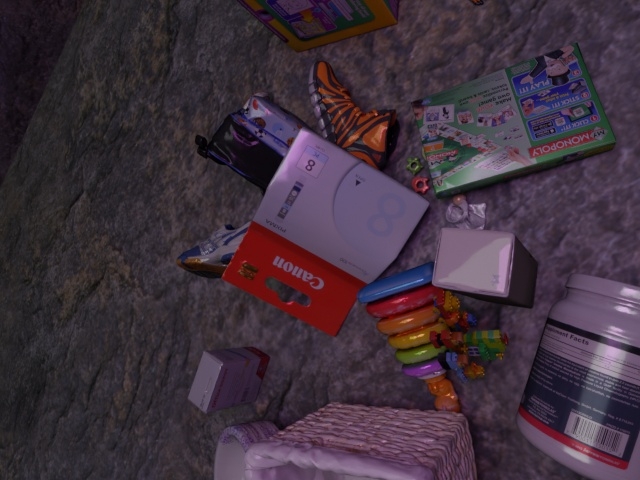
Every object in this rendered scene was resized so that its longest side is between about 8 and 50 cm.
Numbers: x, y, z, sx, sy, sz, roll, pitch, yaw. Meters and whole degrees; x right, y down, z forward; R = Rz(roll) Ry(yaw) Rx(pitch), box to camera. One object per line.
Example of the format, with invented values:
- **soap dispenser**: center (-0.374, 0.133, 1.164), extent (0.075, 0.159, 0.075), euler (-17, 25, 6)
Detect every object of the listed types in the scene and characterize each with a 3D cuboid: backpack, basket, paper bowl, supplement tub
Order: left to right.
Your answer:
- **paper bowl**: center (-0.123, 0.546, 0.936), extent (0.284, 0.148, 0.284), euler (-13, 75, 57)
- **backpack**: center (-0.130, -0.227, 1.044), extent (0.213, 0.277, 0.263), euler (-49, 17, 7)
- **basket**: center (0.089, 0.478, 0.737), extent (0.329, 0.266, 0.331), euler (-9, 89, 33)
- **supplement tub**: center (0.433, 0.204, 0.651), extent (0.191, 0.191, 0.272), euler (18, 91, 34)

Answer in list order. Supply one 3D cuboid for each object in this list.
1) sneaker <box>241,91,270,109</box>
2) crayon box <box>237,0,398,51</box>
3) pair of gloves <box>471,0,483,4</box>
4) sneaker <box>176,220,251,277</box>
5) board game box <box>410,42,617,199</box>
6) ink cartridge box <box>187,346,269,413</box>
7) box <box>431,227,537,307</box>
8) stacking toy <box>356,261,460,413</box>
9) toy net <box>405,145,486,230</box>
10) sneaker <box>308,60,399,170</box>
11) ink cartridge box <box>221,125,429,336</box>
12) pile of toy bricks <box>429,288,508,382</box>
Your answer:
- **sneaker**: center (-0.177, -0.306, 1.209), extent (0.093, 0.088, 0.225), euler (18, 99, 26)
- **crayon box**: center (-0.031, -0.610, 0.994), extent (0.313, 0.363, 0.105), euler (-1, 81, 32)
- **pair of gloves**: center (0.364, -0.568, 0.946), extent (0.083, 0.010, 0.074), euler (-32, 65, 23)
- **sneaker**: center (-0.279, 0.025, 1.209), extent (0.297, 0.112, 0.130), euler (-9, 59, 30)
- **board game box**: center (0.358, -0.226, 0.833), extent (0.318, 0.046, 0.213), euler (-15, 74, 19)
- **ink cartridge box**: center (-0.223, 0.338, 1.055), extent (0.072, 0.175, 0.127), euler (21, 92, 33)
- **box**: center (0.289, 0.054, 0.720), extent (0.113, 0.275, 0.094), euler (7, 82, 33)
- **stacking toy**: center (0.204, 0.207, 0.842), extent (0.166, 0.175, 0.301), euler (-22, 83, 22)
- **toy net**: center (0.263, -0.109, 0.905), extent (0.122, 0.045, 0.232), euler (-30, 67, 24)
- **sneaker**: center (0.089, -0.303, 1.022), extent (0.180, 0.125, 0.320), euler (-18, 83, 25)
- **ink cartridge box**: center (0.000, 0.000, 0.924), extent (0.308, 0.091, 0.384), euler (29, 98, -8)
- **pile of toy bricks**: center (0.272, 0.176, 0.738), extent (0.105, 0.212, 0.118), euler (-12, 43, 31)
